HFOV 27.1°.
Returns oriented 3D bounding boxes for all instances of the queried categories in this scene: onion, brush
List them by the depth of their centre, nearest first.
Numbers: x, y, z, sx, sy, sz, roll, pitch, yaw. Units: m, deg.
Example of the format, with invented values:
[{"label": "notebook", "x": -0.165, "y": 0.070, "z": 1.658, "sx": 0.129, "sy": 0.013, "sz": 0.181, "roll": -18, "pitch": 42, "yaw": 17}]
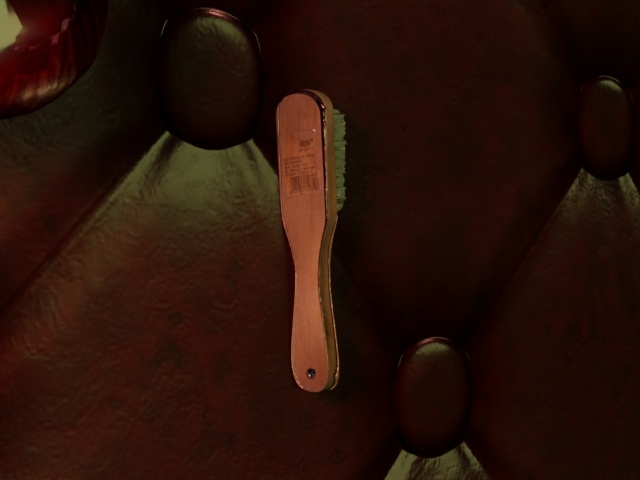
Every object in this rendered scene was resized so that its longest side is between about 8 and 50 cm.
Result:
[{"label": "onion", "x": -0.285, "y": -0.223, "z": 1.036, "sx": 0.273, "sy": 0.285, "sz": 0.273, "roll": 13, "pitch": 65, "yaw": -28}, {"label": "brush", "x": 0.000, "y": 0.000, "z": 1.447, "sx": 0.065, "sy": 0.070, "sz": 0.327, "roll": -7, "pitch": 97, "yaw": -53}]
